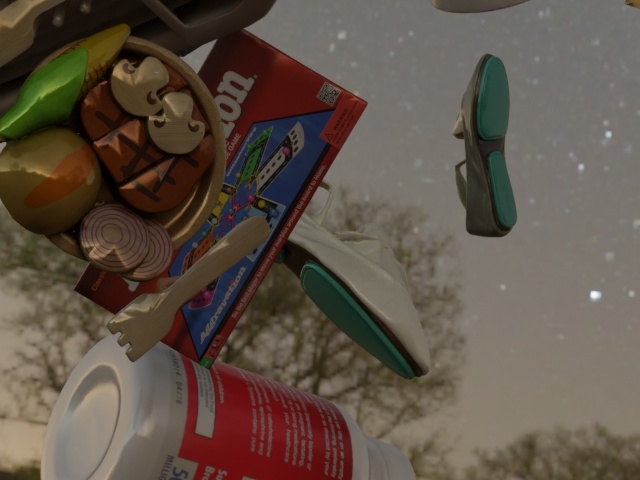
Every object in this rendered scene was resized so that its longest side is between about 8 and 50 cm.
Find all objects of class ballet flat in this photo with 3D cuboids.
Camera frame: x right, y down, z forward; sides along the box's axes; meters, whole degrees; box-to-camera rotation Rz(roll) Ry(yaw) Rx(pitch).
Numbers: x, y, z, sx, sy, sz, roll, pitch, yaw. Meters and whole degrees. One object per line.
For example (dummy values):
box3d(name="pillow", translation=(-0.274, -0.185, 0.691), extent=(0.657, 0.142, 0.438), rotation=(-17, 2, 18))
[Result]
box3d(name="ballet flat", translation=(0.000, 0.000, 1.438), extent=(0.400, 0.139, 0.139), rotation=(38, -14, 8))
box3d(name="ballet flat", translation=(0.183, -0.108, 1.379), extent=(0.068, 0.213, 0.072), rotation=(-4, 1, 42))

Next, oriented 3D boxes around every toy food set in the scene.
box3d(name="toy food set", translation=(-0.104, -0.044, 0.621), extent=(0.192, 0.132, 0.038), rotation=(57, -25, -19))

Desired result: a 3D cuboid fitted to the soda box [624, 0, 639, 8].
box3d(name="soda box", translation=(0.303, -0.272, 0.952), extent=(0.058, 0.181, 0.061), rotation=(-1, 21, -28))

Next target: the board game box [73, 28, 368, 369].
box3d(name="board game box", translation=(-0.091, -0.039, 1.063), extent=(0.145, 0.281, 0.027), rotation=(31, 8, -1))

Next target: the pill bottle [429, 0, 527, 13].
box3d(name="pill bottle", translation=(0.182, -0.475, 1.424), extent=(0.210, 0.210, 0.362), rotation=(0, -57, 26))

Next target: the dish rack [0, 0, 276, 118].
box3d(name="dish rack", translation=(-0.218, -0.188, 0.681), extent=(0.333, 0.072, 0.285), rotation=(-16, -33, 33))

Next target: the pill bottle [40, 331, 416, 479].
box3d(name="pill bottle", translation=(-0.094, 0.269, 1.373), extent=(0.408, 0.229, 0.229), rotation=(24, -22, -32))

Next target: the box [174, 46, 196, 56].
box3d(name="box", translation=(-0.146, -0.366, 1.478), extent=(0.165, 0.270, 0.143), rotation=(26, -41, 32))
